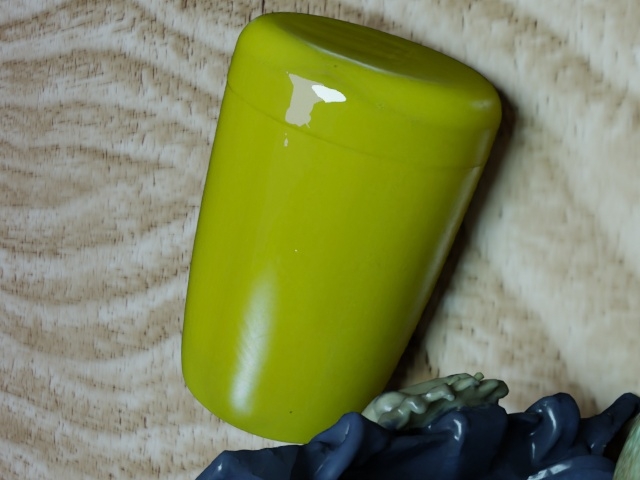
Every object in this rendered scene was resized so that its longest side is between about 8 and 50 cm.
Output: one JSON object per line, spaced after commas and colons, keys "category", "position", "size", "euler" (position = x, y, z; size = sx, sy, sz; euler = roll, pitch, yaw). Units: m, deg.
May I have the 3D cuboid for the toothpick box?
{"category": "toothpick box", "position": [0.000, 0.000, 0.652], "size": [0.175, 0.175, 0.271], "euler": [38, 120, 43]}

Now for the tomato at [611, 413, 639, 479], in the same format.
{"category": "tomato", "position": [0.226, 0.133, 0.344], "size": [0.270, 0.222, 0.270], "euler": [-6, 81, 46]}

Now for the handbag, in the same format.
{"category": "handbag", "position": [0.011, 0.194, 0.526], "size": [0.329, 0.303, 0.122], "euler": [-52, 55, 34]}
